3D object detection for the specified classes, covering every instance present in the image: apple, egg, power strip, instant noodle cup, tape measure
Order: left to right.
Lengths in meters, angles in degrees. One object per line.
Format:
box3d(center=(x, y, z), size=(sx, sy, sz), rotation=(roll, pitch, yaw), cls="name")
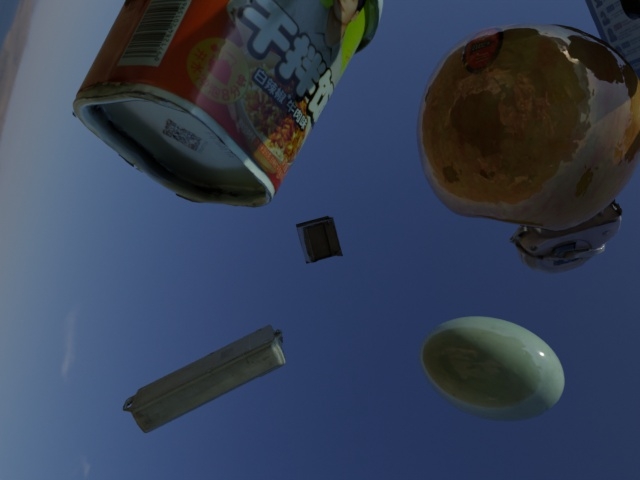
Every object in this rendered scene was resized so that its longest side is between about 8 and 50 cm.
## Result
box3d(center=(-0.177, 0.218, 0.735), size=(0.272, 0.052, 0.078), rotation=(-26, -166, -5), cls="power strip")
box3d(center=(-0.106, -0.220, 0.545), size=(0.294, 0.294, 0.308), rotation=(-5, -123, 52), cls="instant noodle cup")
box3d(center=(0.463, 0.353, 1.286), size=(0.389, 0.276, 0.276), rotation=(9, -96, 35), cls="egg")
box3d(center=(0.378, -0.199, 0.870), size=(0.391, 0.391, 0.346), rotation=(21, -80, 53), cls="apple")
box3d(center=(0.585, -0.001, 1.119), size=(0.236, 0.197, 0.120), rotation=(-17, -130, 16), cls="tape measure")

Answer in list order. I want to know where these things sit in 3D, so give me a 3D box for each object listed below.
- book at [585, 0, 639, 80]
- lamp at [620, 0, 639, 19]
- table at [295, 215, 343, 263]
box3d(center=(0.734, -0.556, 1.071), size=(0.039, 0.428, 0.300), rotation=(-27, -173, 5), cls="book")
box3d(center=(0.573, -0.421, 0.662), size=(0.247, 0.247, 0.247), rotation=(-23, -121, 46), cls="lamp")
box3d(center=(0.000, 0.000, 0.892), size=(0.082, 0.070, 0.083), rotation=(-167, -118, -79), cls="table")
